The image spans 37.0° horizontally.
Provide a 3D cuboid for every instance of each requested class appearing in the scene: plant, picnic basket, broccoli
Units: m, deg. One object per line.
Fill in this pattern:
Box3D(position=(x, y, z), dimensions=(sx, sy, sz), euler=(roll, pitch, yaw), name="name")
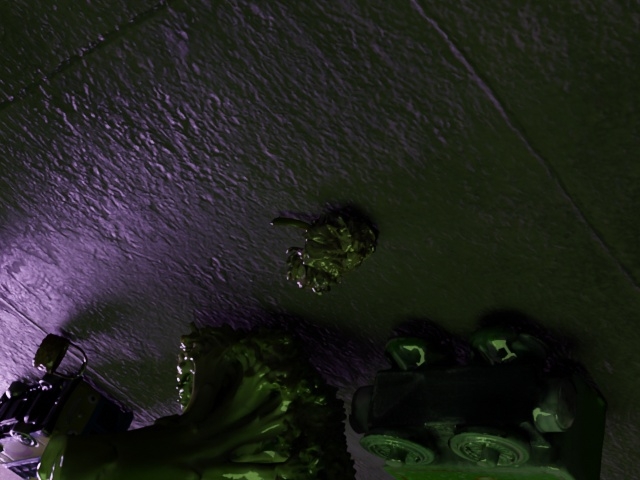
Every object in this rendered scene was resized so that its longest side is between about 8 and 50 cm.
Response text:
Box3D(position=(0.000, 0.000, 1.141), dimensions=(0.116, 0.104, 0.122), euler=(-47, 72, 16), name="plant")
Box3D(position=(-0.436, 0.200, 1.615), dimensions=(0.083, 0.072, 0.072), euler=(26, 144, -2), name="picnic basket")
Box3D(position=(-0.168, 0.251, 1.306), dimensions=(0.397, 0.275, 0.353), euler=(-8, 177, -6), name="broccoli")

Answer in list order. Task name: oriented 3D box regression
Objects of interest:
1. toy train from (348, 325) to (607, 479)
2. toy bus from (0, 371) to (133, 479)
Box3D(position=(0.204, 0.234, 1.236), dimensions=(0.307, 0.173, 0.249), euler=(-9, 142, 36), name="toy train")
Box3D(position=(-0.504, 0.356, 1.791), dimensions=(0.287, 0.138, 0.175), euler=(-19, 126, 43), name="toy bus")
